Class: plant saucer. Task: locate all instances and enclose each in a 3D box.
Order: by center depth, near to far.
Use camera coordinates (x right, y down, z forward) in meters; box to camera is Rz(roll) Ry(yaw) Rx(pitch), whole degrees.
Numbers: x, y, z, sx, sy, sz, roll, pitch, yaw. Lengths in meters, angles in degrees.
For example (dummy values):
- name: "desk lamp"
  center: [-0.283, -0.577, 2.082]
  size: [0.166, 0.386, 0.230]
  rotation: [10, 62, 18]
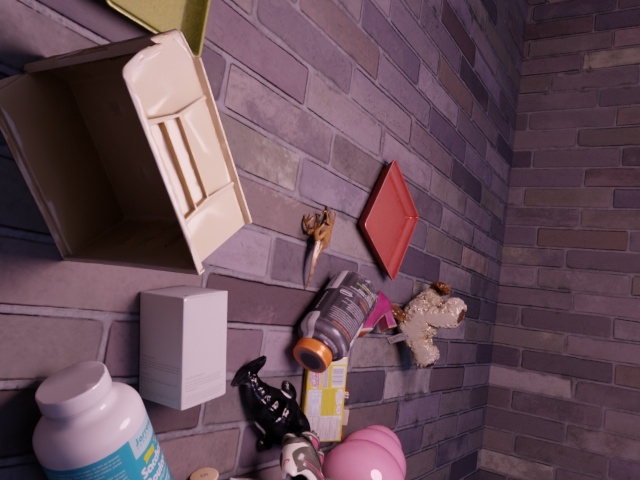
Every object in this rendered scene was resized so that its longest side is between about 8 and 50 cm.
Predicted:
- name: "plant saucer"
  center: [-0.255, -0.409, 0.864]
  size: [0.188, 0.045, 0.188]
  rotation: [18, 79, -56]
- name: "plant saucer"
  center: [0.197, -0.059, 1.602]
  size: [0.259, 0.047, 0.258]
  rotation: [-63, 141, -30]

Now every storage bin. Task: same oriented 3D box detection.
- name: "storage bin"
  center: [-0.254, -0.107, 0.698]
  size: [0.123, 0.262, 0.260]
  rotation: [-46, 130, -47]

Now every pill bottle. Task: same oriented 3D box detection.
- name: "pill bottle"
  center: [-0.303, 0.304, 0.770]
  size: [0.146, 0.146, 0.264]
  rotation: [-40, 126, -48]
- name: "pill bottle"
  center: [0.031, 0.193, 1.293]
  size: [0.246, 0.130, 0.130]
  rotation: [-52, 134, -41]

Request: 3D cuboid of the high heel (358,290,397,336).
- name: "high heel"
  center: [0.118, 0.199, 1.505]
  size: [0.244, 0.082, 0.117]
  rotation: [-3, 64, -43]

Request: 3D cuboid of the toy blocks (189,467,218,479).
- name: "toy blocks"
  center: [-0.228, 0.510, 0.994]
  size: [0.123, 0.054, 0.148]
  rotation: [-19, 110, -55]

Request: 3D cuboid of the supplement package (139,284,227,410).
- name: "supplement package"
  center: [-0.227, 0.171, 0.913]
  size: [0.105, 0.105, 0.179]
  rotation: [-3, 97, -57]

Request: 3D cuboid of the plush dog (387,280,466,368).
- name: "plush dog"
  center: [0.329, 0.243, 1.759]
  size: [0.262, 0.210, 0.225]
  rotation: [-65, 168, 19]

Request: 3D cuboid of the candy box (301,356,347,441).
- name: "candy box"
  center: [0.007, 0.381, 1.326]
  size: [0.105, 0.027, 0.206]
  rotation: [7, 88, -21]

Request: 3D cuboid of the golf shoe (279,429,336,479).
- name: "golf shoe"
  center: [-0.014, 0.525, 1.119]
  size: [0.273, 0.105, 0.120]
  rotation: [63, 18, -13]

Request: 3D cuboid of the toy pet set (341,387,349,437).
- name: "toy pet set"
  center: [0.033, 0.446, 1.410]
  size: [0.114, 0.065, 0.122]
  rotation: [133, -34, -87]

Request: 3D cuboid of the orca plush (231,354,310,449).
- name: "orca plush"
  center: [-0.071, 0.359, 1.176]
  size: [0.151, 0.102, 0.287]
  rotation: [-48, 131, -44]

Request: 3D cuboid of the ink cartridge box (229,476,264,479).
- name: "ink cartridge box"
  center: [-0.143, 0.590, 1.050]
  size: [0.172, 0.100, 0.237]
  rotation: [66, 38, -65]

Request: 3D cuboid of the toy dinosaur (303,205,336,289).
- name: "toy dinosaur"
  center: [0.000, 0.000, 1.287]
  size: [0.112, 0.064, 0.211]
  rotation: [54, 50, -47]

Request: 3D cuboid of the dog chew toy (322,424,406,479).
- name: "dog chew toy"
  center: [0.116, 0.557, 1.334]
  size: [0.332, 0.206, 0.207]
  rotation: [-15, 106, -72]
